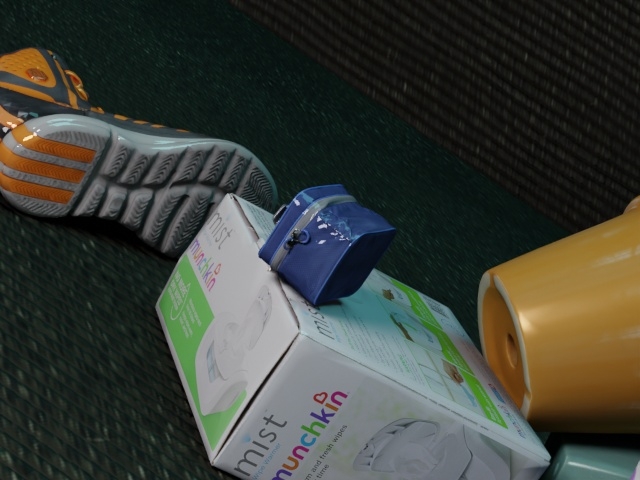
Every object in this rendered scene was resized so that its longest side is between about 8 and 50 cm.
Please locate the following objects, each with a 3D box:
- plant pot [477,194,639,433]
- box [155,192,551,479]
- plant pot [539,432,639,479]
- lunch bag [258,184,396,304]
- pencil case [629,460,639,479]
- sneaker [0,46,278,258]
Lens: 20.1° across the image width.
[{"bbox_3d":[0.230,0.069,1.412,0.188,0.205,0.205,-9,25,-10],"label":"plant pot"},{"bbox_3d":[0.017,0.103,1.383,0.231,0.126,0.262,27,14,-24],"label":"box"},{"bbox_3d":[0.275,0.244,1.432,0.234,0.165,0.165,24,13,-2],"label":"plant pot"},{"bbox_3d":[0.000,0.000,1.286,0.065,0.067,0.098,39,17,17],"label":"lunch bag"},{"bbox_3d":[0.198,0.228,1.212,0.088,0.206,0.086,41,1,40],"label":"pencil case"},{"bbox_3d":[-0.185,-0.091,1.605,0.321,0.124,0.180,20,20,-47],"label":"sneaker"}]
